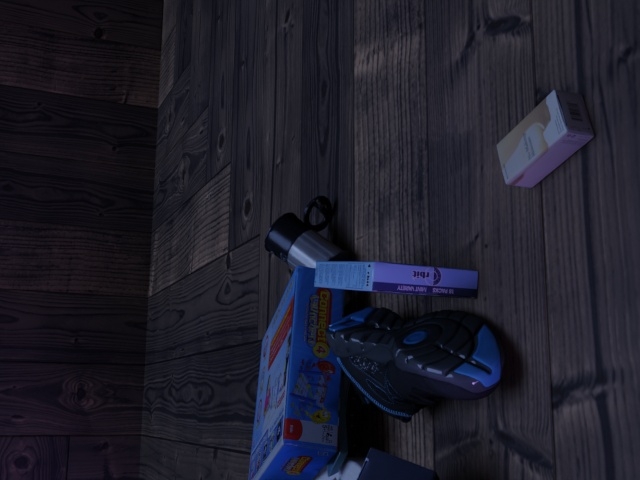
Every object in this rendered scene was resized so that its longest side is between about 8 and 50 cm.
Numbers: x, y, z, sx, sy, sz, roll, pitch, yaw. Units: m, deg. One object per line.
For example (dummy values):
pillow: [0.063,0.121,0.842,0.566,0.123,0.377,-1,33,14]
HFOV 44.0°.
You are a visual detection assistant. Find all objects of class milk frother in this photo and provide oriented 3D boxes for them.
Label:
milk frother: [0.000,0.000,1.424,0.134,0.129,0.143,36,90,25]

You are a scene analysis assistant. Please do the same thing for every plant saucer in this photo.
plant saucer: [0.024,0.274,1.252,0.192,0.018,0.067,-91,16,-50]

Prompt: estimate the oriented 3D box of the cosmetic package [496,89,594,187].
cosmetic package: [0.255,-0.115,0.912,0.115,0.041,0.060,130,139,-52]

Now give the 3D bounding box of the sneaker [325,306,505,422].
sneaker: [0.137,0.174,1.074,0.340,0.125,0.140,2,114,64]

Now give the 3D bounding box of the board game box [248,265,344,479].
board game box: [-0.043,0.249,1.347,0.308,0.086,0.302,116,161,-56]

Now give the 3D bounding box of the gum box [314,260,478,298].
gum box: [0.099,0.053,1.092,0.184,0.156,0.041,178,97,-67]

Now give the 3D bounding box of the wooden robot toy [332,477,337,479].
wooden robot toy: [-0.015,0.444,1.188,0.076,0.078,0.174,-169,85,-66]

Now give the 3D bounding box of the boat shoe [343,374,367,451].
boat shoe: [0.056,0.274,1.291,0.040,0.049,0.142,0,71,26]

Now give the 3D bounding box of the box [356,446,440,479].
box: [0.086,0.364,0.967,0.093,0.158,0.156,13,59,29]

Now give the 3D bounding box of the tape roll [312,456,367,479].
tape roll: [0.060,0.524,1.185,0.392,0.071,0.393,-174,90,-66]
